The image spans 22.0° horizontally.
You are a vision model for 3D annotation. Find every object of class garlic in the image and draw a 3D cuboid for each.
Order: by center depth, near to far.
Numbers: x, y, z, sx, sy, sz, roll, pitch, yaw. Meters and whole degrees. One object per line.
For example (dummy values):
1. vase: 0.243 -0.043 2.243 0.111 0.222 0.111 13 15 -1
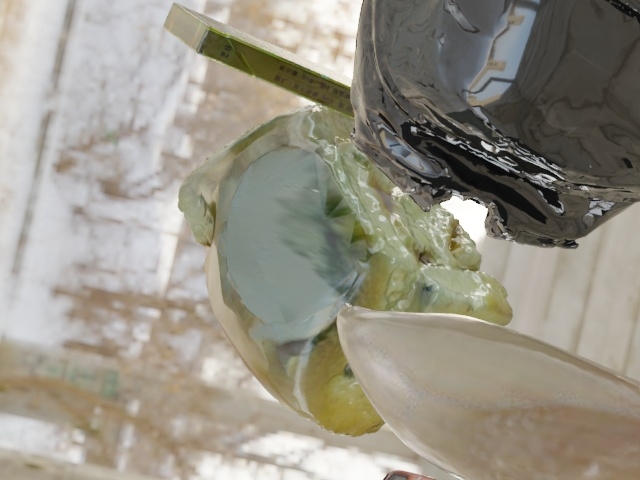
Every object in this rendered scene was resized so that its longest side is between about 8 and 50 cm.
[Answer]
1. garlic: 0.153 0.125 1.114 0.143 0.318 0.112 65 42 -56

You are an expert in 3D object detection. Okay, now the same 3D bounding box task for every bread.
1. bread: -0.006 -0.007 1.788 0.239 0.264 0.395 -40 -118 18

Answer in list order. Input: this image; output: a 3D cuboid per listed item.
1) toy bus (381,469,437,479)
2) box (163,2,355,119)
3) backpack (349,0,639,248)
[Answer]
1. toy bus: 0.068 0.372 1.998 0.235 0.096 0.073 -42 133 -43
2. box: -0.040 -0.160 1.505 0.030 0.193 0.121 -66 -155 9
3. backpack: 0.187 -0.217 1.215 0.255 0.363 0.446 3 -112 66
